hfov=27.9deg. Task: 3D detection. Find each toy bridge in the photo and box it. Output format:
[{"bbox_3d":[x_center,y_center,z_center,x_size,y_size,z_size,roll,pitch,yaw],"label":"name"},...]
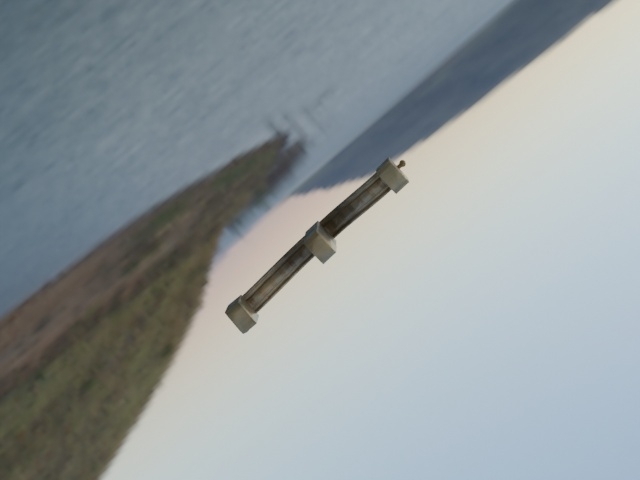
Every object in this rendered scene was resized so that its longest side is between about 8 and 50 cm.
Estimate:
[{"bbox_3d":[0.000,0.000,1.049,0.188,0.026,0.063,-43,-174,7],"label":"toy bridge"}]
